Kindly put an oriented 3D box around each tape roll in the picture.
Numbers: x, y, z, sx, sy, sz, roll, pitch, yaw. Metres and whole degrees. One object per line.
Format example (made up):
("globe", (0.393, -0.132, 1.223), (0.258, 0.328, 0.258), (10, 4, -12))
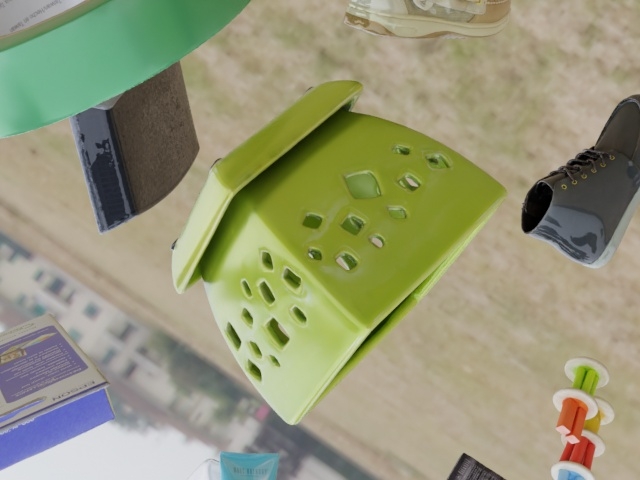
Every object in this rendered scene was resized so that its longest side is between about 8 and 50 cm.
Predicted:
("tape roll", (-0.214, -0.208, 1.201), (0.321, 0.321, 0.077), (22, 143, 57))

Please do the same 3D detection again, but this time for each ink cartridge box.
("ink cartridge box", (-0.297, 0.152, 1.197), (0.069, 0.176, 0.371), (69, 164, -10))

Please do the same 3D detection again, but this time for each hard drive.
("hard drive", (-0.206, -0.126, 1.484), (0.054, 0.171, 0.254), (-5, -159, 16))

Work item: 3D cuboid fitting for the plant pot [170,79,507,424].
("plant pot", (0.000, 0.000, 1.218), (0.207, 0.228, 0.227), (43, 145, 7))

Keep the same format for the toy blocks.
("toy blocks", (0.292, 0.226, 1.484), (0.054, 0.148, 0.123), (5, 136, 25))

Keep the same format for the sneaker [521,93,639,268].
("sneaker", (0.327, -0.086, 1.553), (0.118, 0.222, 0.083), (23, 175, -28))

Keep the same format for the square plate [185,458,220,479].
("square plate", (-0.070, 0.452, 1.830), (0.344, 0.049, 0.347), (30, 144, -8))

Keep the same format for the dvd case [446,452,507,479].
("dvd case", (0.235, 0.393, 1.637), (0.221, 0.164, 0.018), (32, 150, 7))

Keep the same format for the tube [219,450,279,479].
("tube", (-0.093, 0.363, 1.581), (0.080, 0.207, 0.052), (9, 169, -33))

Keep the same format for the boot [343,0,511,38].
("boot", (0.134, -0.320, 1.362), (0.095, 0.203, 0.262), (25, -156, 36))
